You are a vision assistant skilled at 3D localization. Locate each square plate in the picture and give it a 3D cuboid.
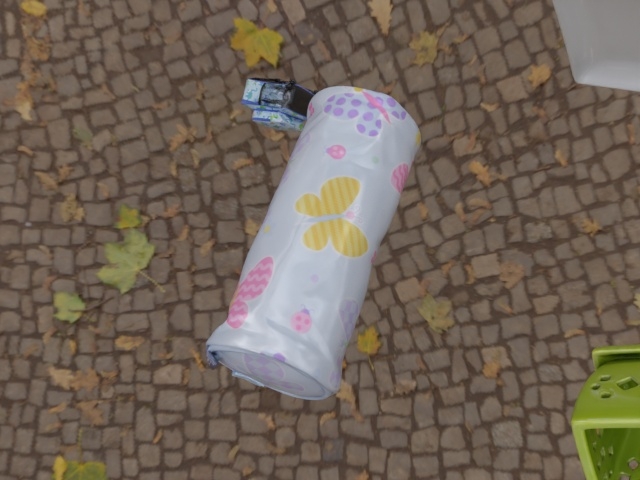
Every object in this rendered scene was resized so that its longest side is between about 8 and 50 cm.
[{"bbox_3d":[0.580,-0.340,1.172,0.344,0.347,0.049,16,81,31],"label":"square plate"}]

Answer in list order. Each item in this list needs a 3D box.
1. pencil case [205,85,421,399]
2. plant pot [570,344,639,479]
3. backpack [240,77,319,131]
[{"bbox_3d":[0.000,0.000,0.613,0.113,0.124,0.273,22,70,-3],"label":"pencil case"},{"bbox_3d":[0.526,0.283,1.069,0.227,0.207,0.228,-8,118,30],"label":"plant pot"},{"bbox_3d":[-0.077,-0.234,1.209,0.114,0.105,0.084,18,96,29],"label":"backpack"}]
